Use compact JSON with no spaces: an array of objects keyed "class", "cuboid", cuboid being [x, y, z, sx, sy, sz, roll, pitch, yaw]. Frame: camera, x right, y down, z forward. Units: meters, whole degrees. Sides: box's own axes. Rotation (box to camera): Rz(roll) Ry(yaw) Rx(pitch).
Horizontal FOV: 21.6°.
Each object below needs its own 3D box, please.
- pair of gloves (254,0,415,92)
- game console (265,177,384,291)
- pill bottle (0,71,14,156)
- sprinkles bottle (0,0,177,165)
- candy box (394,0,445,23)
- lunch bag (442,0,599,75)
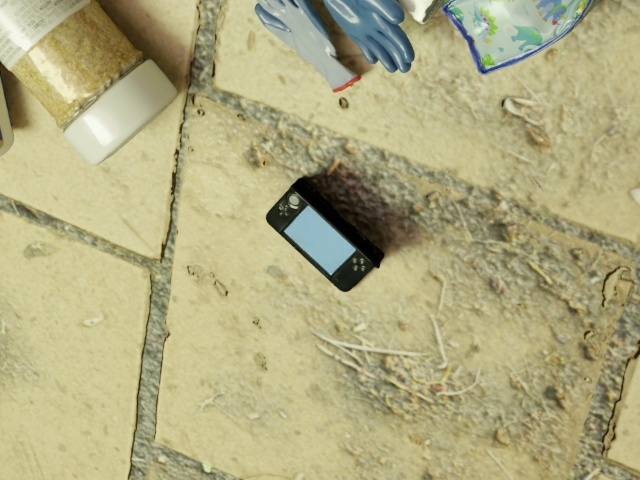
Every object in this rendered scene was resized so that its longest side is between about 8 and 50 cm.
[{"class":"pair of gloves","cuboid":[0.010,-0.213,1.590,0.159,0.023,0.198,49,154,-15]},{"class":"game console","cuboid":[0.000,0.000,1.735,0.122,0.071,0.107,44,129,-1]},{"class":"pill bottle","cuboid":[-0.402,-0.180,1.815,0.112,0.112,0.187,7,121,25]},{"class":"sprinkles bottle","cuboid":[-0.303,-0.245,1.716,0.355,0.121,0.121,49,129,-6]},{"class":"candy box","cuboid":[0.087,-0.320,1.493,0.165,0.070,0.196,38,128,2]},{"class":"lunch bag","cuboid":[0.200,-0.223,1.447,0.151,0.129,0.096,-18,111,42]}]
